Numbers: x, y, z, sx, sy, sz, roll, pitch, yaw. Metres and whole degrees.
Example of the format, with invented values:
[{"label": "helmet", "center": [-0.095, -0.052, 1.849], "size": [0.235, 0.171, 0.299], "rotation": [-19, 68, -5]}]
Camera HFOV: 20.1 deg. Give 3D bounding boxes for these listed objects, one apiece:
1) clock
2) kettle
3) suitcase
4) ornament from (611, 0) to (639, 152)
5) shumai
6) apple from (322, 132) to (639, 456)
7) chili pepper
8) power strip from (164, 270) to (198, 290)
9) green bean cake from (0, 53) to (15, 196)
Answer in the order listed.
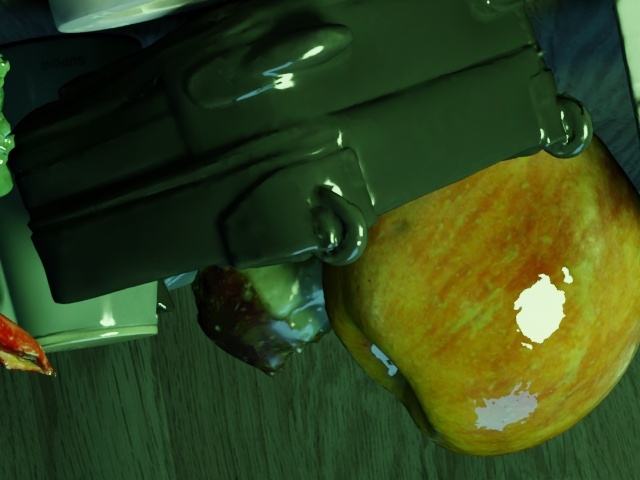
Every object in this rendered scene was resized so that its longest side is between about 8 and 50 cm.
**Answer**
[{"label": "clock", "center": [-0.066, -0.182, 1.106], "size": [0.198, 0.064, 0.172], "rotation": [-12, -175, 32]}, {"label": "kettle", "center": [-0.232, -0.028, 1.464], "size": [0.210, 0.243, 0.160], "rotation": [-6, 173, -21]}, {"label": "suitcase", "center": [-0.025, -0.079, 1.318], "size": [0.339, 0.188, 0.345], "rotation": [-17, -173, 42]}, {"label": "ornament", "center": [0.372, -0.130, 1.476], "size": [0.239, 0.239, 0.240], "rotation": [-12, 174, 10]}, {"label": "shumai", "center": [0.000, 0.000, 1.752], "size": [0.304, 0.263, 0.309], "rotation": [10, 156, -12]}, {"label": "apple", "center": [0.140, 0.045, 1.545], "size": [0.301, 0.301, 0.301], "rotation": [-9, 174, -1]}, {"label": "chili pepper", "center": [-0.280, 0.053, 1.318], "size": [0.059, 0.050, 0.268], "rotation": [-23, 153, 25]}, {"label": "power strip", "center": [-0.069, -0.041, 2.031], "size": [0.265, 0.059, 0.193], "rotation": [-37, 176, 14]}, {"label": "green bean cake", "center": [-0.313, -0.088, 1.135], "size": [0.308, 0.169, 0.300], "rotation": [-17, 171, 41]}]
